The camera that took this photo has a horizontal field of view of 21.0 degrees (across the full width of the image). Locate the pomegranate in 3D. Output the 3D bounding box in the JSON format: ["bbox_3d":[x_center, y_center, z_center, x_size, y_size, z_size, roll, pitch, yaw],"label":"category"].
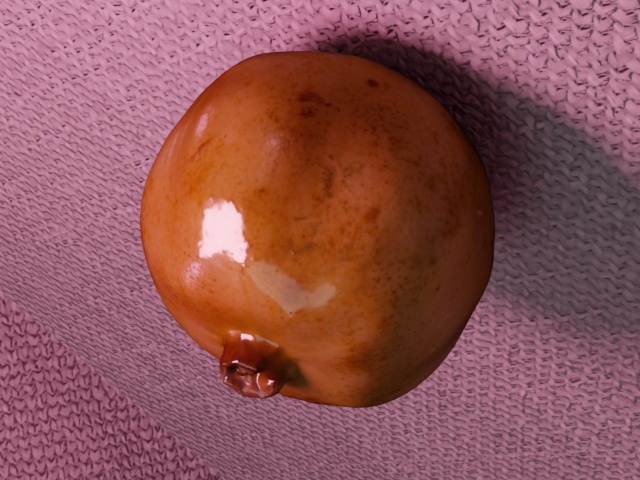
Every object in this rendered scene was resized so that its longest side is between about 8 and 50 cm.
[{"bbox_3d":[0.000,0.000,1.906,0.416,0.417,0.417,24,152,14],"label":"pomegranate"}]
